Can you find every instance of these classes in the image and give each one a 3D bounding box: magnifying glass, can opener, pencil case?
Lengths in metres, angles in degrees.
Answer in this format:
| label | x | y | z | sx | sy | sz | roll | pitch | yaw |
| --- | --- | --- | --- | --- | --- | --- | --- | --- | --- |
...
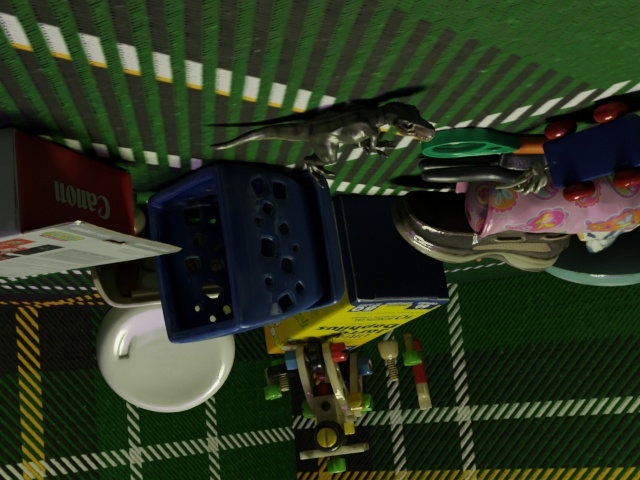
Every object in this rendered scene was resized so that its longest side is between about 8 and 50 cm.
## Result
| label | x | y | z | sx | sy | sz | roll | pitch | yaw |
| --- | --- | --- | --- | --- | --- | --- | --- | --- | --- |
| magnifying glass | 0.243 | -0.132 | 1.431 | 0.231 | 0.026 | 0.092 | 0 | 171 | -23 |
| can opener | 0.235 | -0.108 | 1.526 | 0.186 | 0.073 | 0.059 | -2 | -149 | 3 |
| pencil case | 0.360 | -0.069 | 1.635 | 0.284 | 0.124 | 0.124 | -3 | 172 | -12 |

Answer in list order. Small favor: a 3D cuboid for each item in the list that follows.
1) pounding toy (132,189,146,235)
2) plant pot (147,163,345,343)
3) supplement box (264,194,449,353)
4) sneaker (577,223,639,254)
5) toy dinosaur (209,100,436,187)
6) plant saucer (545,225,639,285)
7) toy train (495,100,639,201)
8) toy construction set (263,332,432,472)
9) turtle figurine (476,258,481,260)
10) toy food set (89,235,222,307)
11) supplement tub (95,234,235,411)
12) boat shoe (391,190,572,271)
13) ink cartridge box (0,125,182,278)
| label | x | y | z | sx | sy | sz | roll | pitch | yaw |
| --- | --- | --- | --- | --- | --- | --- | --- | --- | --- |
| pounding toy | -0.366 | -0.011 | 1.617 | 0.183 | 0.110 | 0.237 | -5 | 172 | 0 |
| plant pot | -0.103 | 0.017 | 1.567 | 0.212 | 0.235 | 0.236 | -7 | 175 | -35 |
| supplement box | 0.047 | 0.072 | 1.942 | 0.194 | 0.195 | 0.356 | 1 | 160 | -29 |
| sneaker | 0.557 | -0.040 | 1.991 | 0.131 | 0.111 | 0.296 | -13 | 173 | 18 |
| toy dinosaur | 0.016 | -0.118 | 1.246 | 0.268 | 0.064 | 0.118 | -7 | 158 | 21 |
| plant saucer | 0.571 | 0.022 | 2.144 | 0.318 | 0.043 | 0.317 | -3 | -158 | 1 |
| toy train | 0.360 | -0.115 | 1.387 | 0.143 | 0.105 | 0.248 | -16 | 180 | -32 |
| toy construction set | 0.067 | 0.317 | 2.006 | 0.309 | 0.237 | 0.257 | -7 | 163 | -11 |
| turtle figurine | 0.205 | 0.009 | 2.224 | 0.217 | 0.087 | 0.270 | -1 | -175 | 35 |
| toy food set | -0.235 | 0.014 | 1.765 | 0.306 | 0.092 | 0.219 | -6 | -156 | -15 |
| supplement tub | -0.271 | 0.133 | 1.904 | 0.236 | 0.235 | 0.325 | -5 | -157 | -2 |
| boat shoe | 0.279 | -0.044 | 1.751 | 0.356 | 0.132 | 0.130 | 6 | 138 | -33 |
| ink cartridge box | -0.356 | -0.041 | 1.317 | 0.272 | 0.130 | 0.309 | -8 | 172 | 13 |
